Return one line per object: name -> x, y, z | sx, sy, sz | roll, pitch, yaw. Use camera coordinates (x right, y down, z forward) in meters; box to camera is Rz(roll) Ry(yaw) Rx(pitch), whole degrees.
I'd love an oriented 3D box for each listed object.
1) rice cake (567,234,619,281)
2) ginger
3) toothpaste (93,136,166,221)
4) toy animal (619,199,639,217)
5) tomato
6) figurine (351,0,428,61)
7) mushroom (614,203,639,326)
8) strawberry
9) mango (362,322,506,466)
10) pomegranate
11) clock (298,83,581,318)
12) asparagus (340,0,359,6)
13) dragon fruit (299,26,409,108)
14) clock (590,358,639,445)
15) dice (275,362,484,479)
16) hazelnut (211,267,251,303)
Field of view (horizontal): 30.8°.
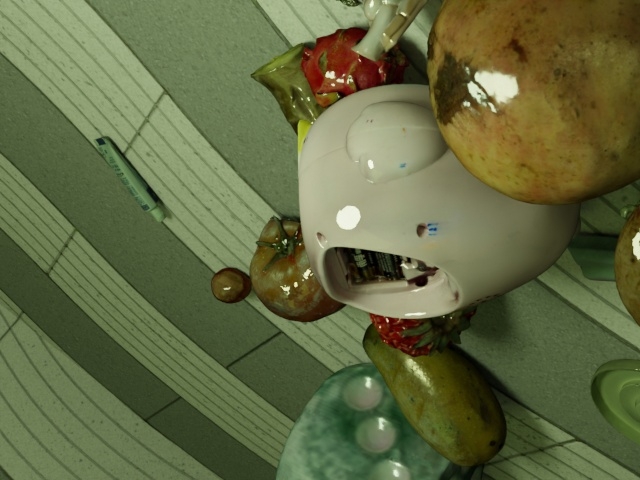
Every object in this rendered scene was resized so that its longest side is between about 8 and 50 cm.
rice cake -> 0.459, 0.032, 1.650 | 0.221, 0.042, 0.080 | 2, 135, 45
ginger -> 0.012, -0.182, 1.757 | 0.263, 0.109, 0.116 | 45, 179, -15
toothpaste -> -0.385, -0.124, 2.363 | 0.062, 0.037, 0.216 | -6, 126, 52
toy animal -> 0.444, -0.062, 1.506 | 0.086, 0.069, 0.220 | 16, 154, 1
tomato -> -0.042, 0.067, 2.101 | 0.214, 0.155, 0.181 | 4, 142, 44
figurine -> 0.028, -0.346, 1.454 | 0.237, 0.141, 0.162 | 44, 179, -12
mushroom -> 0.501, 0.046, 1.434 | 0.283, 0.263, 0.195 | 72, 180, -55
strawberry -> 0.140, 0.080, 1.953 | 0.244, 0.205, 0.205 | 35, 160, 49
mango -> 0.217, 0.274, 2.177 | 0.176, 0.175, 0.329 | -34, 87, 29
pomegranate -> 0.264, -0.196, 1.235 | 0.322, 0.322, 0.322 | 27, 151, 17
clock -> 0.163, -0.041, 1.570 | 0.376, 0.251, 0.368 | -3, 152, 10
asparagus -> 0.004, -0.351, 1.608 | 0.114, 0.014, 0.015 | 32, 168, 6
dragon fruit -> 0.040, -0.232, 1.625 | 0.166, 0.133, 0.136 | 15, 152, 31
clock -> 0.558, 0.283, 1.929 | 0.235, 0.029, 0.235 | 27, 150, 17
dice -> 0.128, 0.480, 2.390 | 0.348, 0.328, 0.330 | 24, 150, 22
hazelnut -> -0.188, 0.096, 2.438 | 0.086, 0.086, 0.086 | 27, 151, 17
